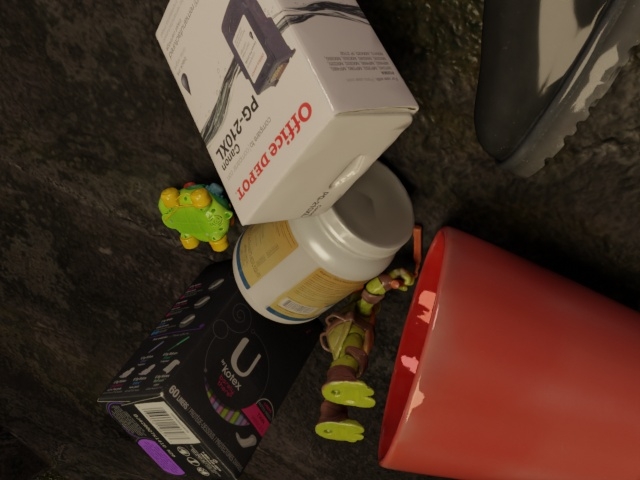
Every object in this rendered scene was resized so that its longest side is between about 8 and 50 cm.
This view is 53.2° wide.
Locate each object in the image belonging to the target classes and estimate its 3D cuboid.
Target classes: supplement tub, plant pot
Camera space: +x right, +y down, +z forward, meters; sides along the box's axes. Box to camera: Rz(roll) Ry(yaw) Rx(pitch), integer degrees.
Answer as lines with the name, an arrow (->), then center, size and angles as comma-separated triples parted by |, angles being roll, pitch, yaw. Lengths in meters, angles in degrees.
supplement tub -> 0.000, 0.000, 0.747 | 0.144, 0.144, 0.199 | 42, 136, -9
plant pot -> 0.212, 0.143, 0.691 | 0.243, 0.275, 0.275 | 15, 134, 4

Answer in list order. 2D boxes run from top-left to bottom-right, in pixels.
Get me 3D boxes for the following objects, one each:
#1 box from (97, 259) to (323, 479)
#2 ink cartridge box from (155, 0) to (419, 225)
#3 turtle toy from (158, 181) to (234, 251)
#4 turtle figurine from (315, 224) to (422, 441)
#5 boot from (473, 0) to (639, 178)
box -> -0.138, 0.167, 0.882 | 0.143, 0.270, 0.165 | -15, 119, 38
ink cartridge box -> -0.043, -0.158, 0.587 | 0.172, 0.100, 0.237 | -45, 66, 46
turtle toy -> -0.170, -0.041, 0.866 | 0.130, 0.066, 0.095 | 4, 130, 28
turtle figurine -> 0.045, 0.117, 0.783 | 0.087, 0.217, 0.270 | 24, 128, -4
boot -> 0.042, -0.288, 0.462 | 0.444, 0.146, 0.367 | 25, 126, 3
